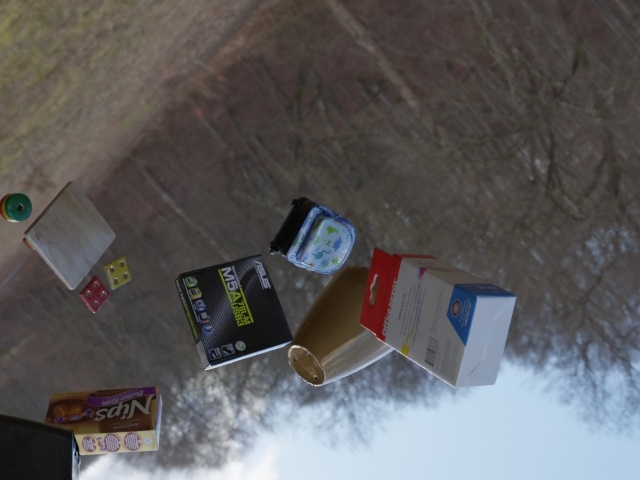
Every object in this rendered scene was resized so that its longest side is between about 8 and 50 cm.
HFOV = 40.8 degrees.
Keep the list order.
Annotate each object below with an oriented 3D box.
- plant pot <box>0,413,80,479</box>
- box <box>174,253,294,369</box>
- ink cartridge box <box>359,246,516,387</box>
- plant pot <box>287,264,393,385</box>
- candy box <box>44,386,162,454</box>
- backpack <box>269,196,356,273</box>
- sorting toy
[{"bbox_3d":[-0.337,0.273,0.890,0.188,0.167,0.187,116,-30,-65],"label":"plant pot"},{"bbox_3d":[-0.167,0.136,1.670,0.184,0.190,0.045,-14,165,-28],"label":"box"},{"bbox_3d":[0.158,0.101,1.227,0.231,0.078,0.134,29,-67,53],"label":"ink cartridge box"},{"bbox_3d":[0.047,0.224,2.045,0.254,0.237,0.237,-39,-174,-35],"label":"plant pot"},{"bbox_3d":[-0.367,0.307,1.462,0.187,0.053,0.109,-3,-147,-4],"label":"candy box"},{"bbox_3d":[0.000,0.000,1.333,0.084,0.114,0.105,35,-80,46],"label":"backpack"},{"bbox_3d":[-0.428,-0.003,1.465,0.046,0.274,0.132,0,-135,36],"label":"sorting toy"}]
